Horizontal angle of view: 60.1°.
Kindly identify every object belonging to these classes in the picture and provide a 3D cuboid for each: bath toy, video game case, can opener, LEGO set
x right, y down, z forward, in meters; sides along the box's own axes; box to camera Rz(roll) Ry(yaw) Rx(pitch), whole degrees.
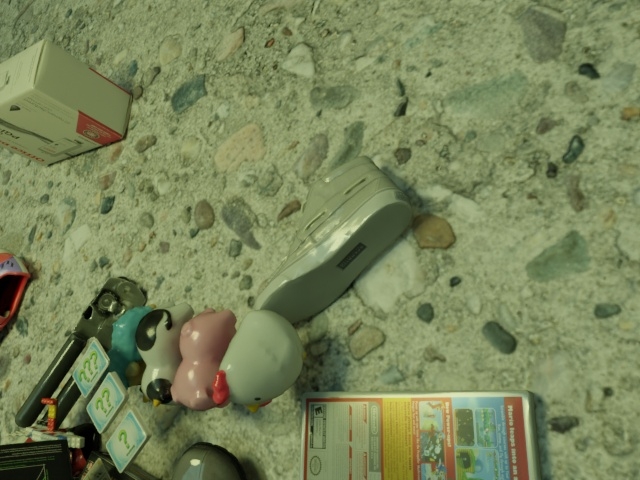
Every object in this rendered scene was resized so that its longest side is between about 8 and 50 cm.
[{"bbox_3d":[-0.172,0.170,0.758,0.348,0.129,0.151,-6,114,42],"label":"bath toy"},{"bbox_3d":[0.099,0.274,0.622,0.285,0.025,0.204,-10,68,31],"label":"video game case"},{"bbox_3d":[-0.404,0.189,0.946,0.283,0.076,0.095,-59,19,-13],"label":"can opener"},{"bbox_3d":[-0.358,0.291,0.793,0.182,0.060,0.244,47,110,28],"label":"LEGO set"}]

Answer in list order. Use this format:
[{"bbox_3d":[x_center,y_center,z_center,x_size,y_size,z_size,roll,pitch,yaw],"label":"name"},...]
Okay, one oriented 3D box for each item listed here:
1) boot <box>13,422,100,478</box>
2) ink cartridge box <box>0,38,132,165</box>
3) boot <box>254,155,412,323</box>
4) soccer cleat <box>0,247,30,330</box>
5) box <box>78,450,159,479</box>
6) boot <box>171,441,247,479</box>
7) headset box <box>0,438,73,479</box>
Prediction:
[{"bbox_3d":[-0.452,0.397,0.862,0.176,0.088,0.244,-15,34,27],"label":"boot"},{"bbox_3d":[-0.573,-0.271,1.153,0.283,0.207,0.117,-10,67,32],"label":"ink cartridge box"},{"bbox_3d":[0.000,0.000,0.758,0.258,0.095,0.123,-40,46,10],"label":"boot"},{"bbox_3d":[-0.717,0.175,1.160,0.116,0.108,0.318,23,85,33],"label":"soccer cleat"},{"bbox_3d":[-0.309,0.442,0.783,0.183,0.056,0.231,4,68,43],"label":"box"},{"bbox_3d":[-0.173,0.416,0.619,0.118,0.223,0.338,4,79,11],"label":"boot"},{"bbox_3d":[-0.373,0.433,0.653,0.283,0.131,0.246,51,124,44],"label":"headset box"}]
